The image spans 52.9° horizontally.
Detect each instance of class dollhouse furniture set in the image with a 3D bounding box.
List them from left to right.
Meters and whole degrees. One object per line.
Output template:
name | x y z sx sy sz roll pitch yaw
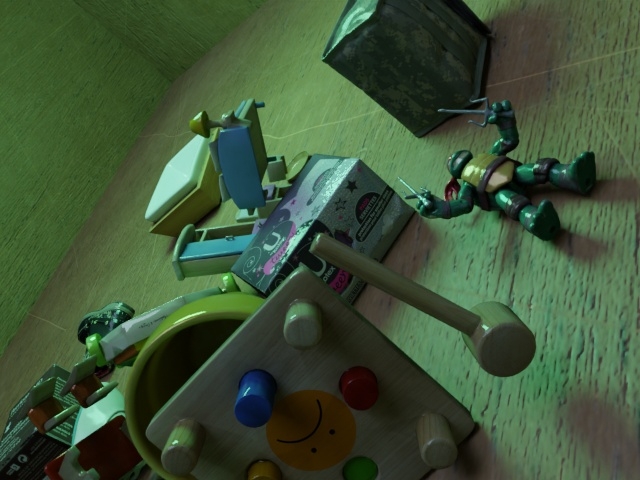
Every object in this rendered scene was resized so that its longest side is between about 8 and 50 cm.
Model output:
dollhouse furniture set | -0.306 0.316 1.020 0.135 0.262 0.259 -49 -11 35
dollhouse furniture set | -0.180 -0.124 1.177 0.198 0.303 0.286 -7 30 7

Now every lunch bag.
lunch bag | 0.164 -0.368 1.117 0.169 0.235 0.287 -29 34 47

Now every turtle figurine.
turtle figurine | 0.218 -0.088 0.821 0.234 0.118 0.175 31 98 48

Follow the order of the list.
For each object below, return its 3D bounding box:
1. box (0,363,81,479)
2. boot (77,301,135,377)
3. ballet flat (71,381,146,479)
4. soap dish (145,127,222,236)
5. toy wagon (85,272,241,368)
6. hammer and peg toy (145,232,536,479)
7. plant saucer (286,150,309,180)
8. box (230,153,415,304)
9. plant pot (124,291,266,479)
box | -0.551 0.409 1.344 0.168 0.167 0.203 -45 27 12
boot | -0.584 0.271 1.662 0.236 0.085 0.178 -29 37 36
ballet flat | -0.368 0.422 1.117 0.139 0.139 0.400 -35 35 30
soap dish | -0.364 -0.160 1.815 0.229 0.118 0.291 -35 31 30
toy wagon | -0.264 0.161 1.193 0.267 0.068 0.344 -25 -11 -7
hammer and peg toy | 0.020 0.152 0.672 0.361 0.266 0.127 -47 9 11
plant saucer | -0.052 -0.165 1.447 0.083 0.015 0.083 -38 29 26
box | 0.000 0.000 1.020 0.247 0.142 0.163 -56 27 -7
plant pot | -0.121 0.183 0.898 0.254 0.254 0.239 -49 11 5
